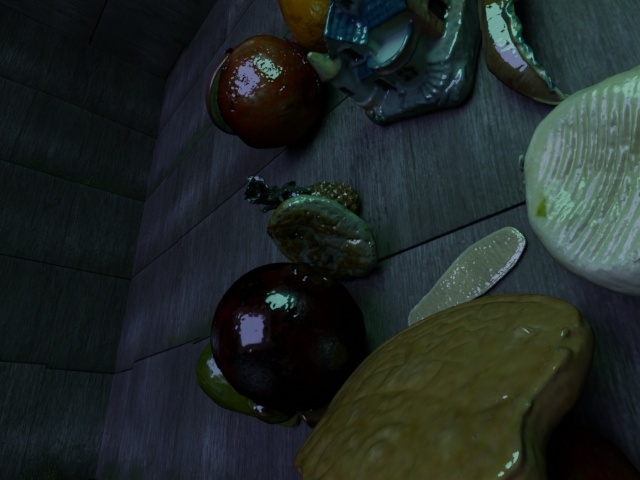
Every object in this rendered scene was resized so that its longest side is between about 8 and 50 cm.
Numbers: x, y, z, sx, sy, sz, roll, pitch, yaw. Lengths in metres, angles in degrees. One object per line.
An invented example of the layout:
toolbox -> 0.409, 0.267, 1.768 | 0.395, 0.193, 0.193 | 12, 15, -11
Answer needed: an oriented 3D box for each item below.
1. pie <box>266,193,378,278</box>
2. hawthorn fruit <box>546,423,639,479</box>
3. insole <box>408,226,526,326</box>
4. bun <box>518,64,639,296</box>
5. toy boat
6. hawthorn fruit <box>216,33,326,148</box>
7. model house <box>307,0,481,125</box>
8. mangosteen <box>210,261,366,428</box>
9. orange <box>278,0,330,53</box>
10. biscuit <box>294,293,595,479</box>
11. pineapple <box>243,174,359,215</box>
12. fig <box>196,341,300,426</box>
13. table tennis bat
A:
pie -> 0.000, 0.000, 0.841 | 0.241, 0.240, 0.054 | -23, 31, 47
hawthorn fruit -> 0.214, 0.286, 0.401 | 0.208, 0.248, 0.207 | -28, 54, 49
insole -> 0.227, 0.072, 0.677 | 0.247, 0.011, 0.081 | -52, 41, 26
bun -> 0.355, -0.074, 0.451 | 0.259, 0.160, 0.258 | -172, 90, -68
toy boat -> 0.311, -0.318, 0.665 | 0.099, 0.108, 0.292 | -13, 67, 15
hawthorn fruit -> -0.138, -0.397, 1.146 | 0.316, 0.316, 0.315 | -26, 56, 45
model house -> 0.096, -0.384, 0.782 | 0.267, 0.325, 0.193 | 2, 76, 54
mangosteen -> -0.061, 0.188, 0.787 | 0.311, 0.311, 0.310 | -26, 56, 45
orange -> 0.025, -0.606, 1.030 | 0.261, 0.261, 0.260 | -26, 56, 45
biscuit -> 0.123, 0.187, 0.520 | 0.062, 0.365, 0.385 | 52, 142, -2
pineapple -> -0.043, -0.089, 0.901 | 0.125, 0.252, 0.125 | 143, 132, -57
fig -> -0.154, 0.329, 0.960 | 0.275, 0.206, 0.206 | 42, 112, 27
table tennis bat -> -0.181, -0.502, 1.289 | 0.414, 0.268, 0.051 | -46, 54, -8
